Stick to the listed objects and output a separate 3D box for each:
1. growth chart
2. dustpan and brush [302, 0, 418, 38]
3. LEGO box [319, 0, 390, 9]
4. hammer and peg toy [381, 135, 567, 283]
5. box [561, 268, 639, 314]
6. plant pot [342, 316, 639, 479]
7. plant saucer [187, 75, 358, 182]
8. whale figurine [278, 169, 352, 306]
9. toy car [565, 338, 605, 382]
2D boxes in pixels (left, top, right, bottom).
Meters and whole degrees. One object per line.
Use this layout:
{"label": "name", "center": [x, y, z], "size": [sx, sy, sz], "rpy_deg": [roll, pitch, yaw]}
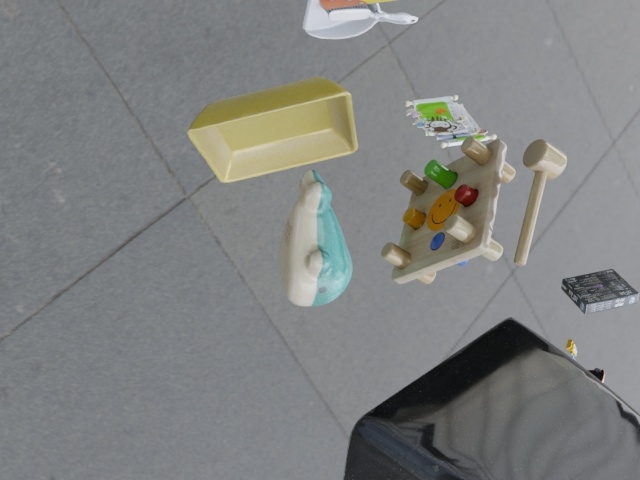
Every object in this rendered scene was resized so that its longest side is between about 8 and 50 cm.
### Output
{"label": "growth chart", "center": [0.328, -0.312, 2.006], "size": [0.171, 0.237, 0.021], "rpy_deg": [-14, 134, -13]}
{"label": "dustpan and brush", "center": [0.083, -0.439, 1.475], "size": [0.211, 0.147, 0.060], "rpy_deg": [-6, 59, -16]}
{"label": "LEGO box", "center": [0.222, -0.512, 0.917], "size": [0.193, 0.499, 0.373], "rpy_deg": [-7, 93, -81]}
{"label": "hammer and peg toy", "center": [0.277, -0.064, 1.461], "size": [0.127, 0.361, 0.266], "rpy_deg": [31, 59, -24]}
{"label": "box", "center": [0.398, 0.072, 1.096], "size": [0.083, 0.067, 0.018], "rpy_deg": [-11, 123, -12]}
{"label": "plant pot", "center": [0.130, 0.187, 0.481], "size": [0.187, 0.167, 0.188], "rpy_deg": [-22, 126, -45]}
{"label": "plant saucer", "center": [-0.094, -0.244, 1.655], "size": [0.332, 0.333, 0.081], "rpy_deg": [-13, 75, 2]}
{"label": "whale figurine", "center": [0.000, 0.000, 1.533], "size": [0.141, 0.216, 0.272], "rpy_deg": [2, 112, -15]}
{"label": "toy car", "center": [0.463, 0.219, 1.329], "size": [0.041, 0.060, 0.122], "rpy_deg": [55, 29, -24]}
